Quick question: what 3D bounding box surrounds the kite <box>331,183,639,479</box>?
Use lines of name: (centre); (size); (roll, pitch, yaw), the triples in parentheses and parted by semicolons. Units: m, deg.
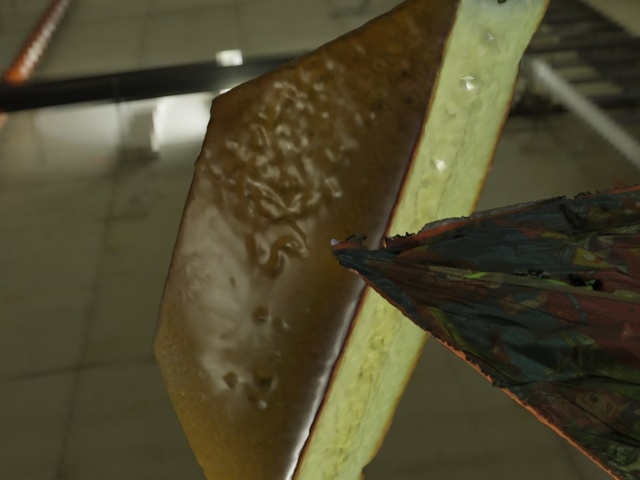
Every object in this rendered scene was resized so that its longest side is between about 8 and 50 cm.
kite: (0.090, 0.023, 0.439); (0.189, 0.009, 0.232); (10, -153, 15)

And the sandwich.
sandwich: (0.000, 0.000, 0.689); (0.096, 0.258, 0.094); (26, -156, 18)
